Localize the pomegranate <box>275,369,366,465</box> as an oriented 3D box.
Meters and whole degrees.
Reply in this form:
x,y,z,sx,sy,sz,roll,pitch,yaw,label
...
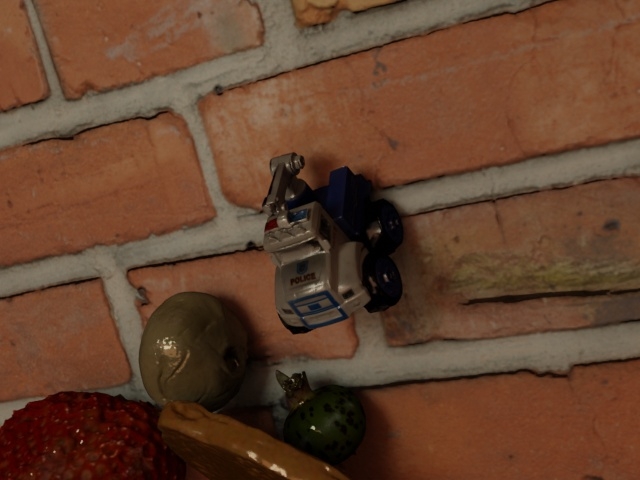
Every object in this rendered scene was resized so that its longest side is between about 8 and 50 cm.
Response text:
x,y,z,sx,sy,sz,roll,pitch,yaw,label
-0.006,0.239,1.524,0.122,0.122,0.161,-35,94,29,pomegranate

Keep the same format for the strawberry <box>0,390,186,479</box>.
x,y,z,sx,sy,sz,roll,pitch,yaw,label
-0.372,0.353,1.602,0.312,0.351,0.267,-33,82,35,strawberry

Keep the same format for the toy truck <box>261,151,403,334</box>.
x,y,z,sx,sy,sz,roll,pitch,yaw,label
0.000,0.000,1.404,0.161,0.213,0.177,-18,133,25,toy truck

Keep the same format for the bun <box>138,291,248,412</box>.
x,y,z,sx,sy,sz,roll,pitch,yaw,label
-0.165,0.162,1.555,0.113,0.167,0.173,1,135,35,bun

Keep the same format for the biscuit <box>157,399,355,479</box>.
x,y,z,sx,sy,sz,roll,pitch,yaw,label
-0.056,0.323,1.507,0.351,0.057,0.312,10,151,41,biscuit
